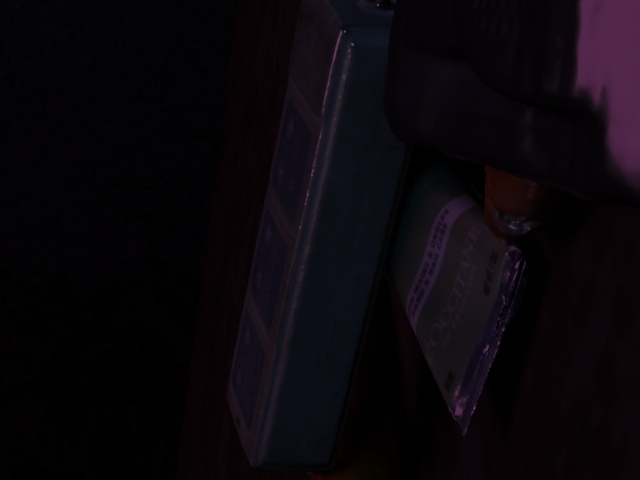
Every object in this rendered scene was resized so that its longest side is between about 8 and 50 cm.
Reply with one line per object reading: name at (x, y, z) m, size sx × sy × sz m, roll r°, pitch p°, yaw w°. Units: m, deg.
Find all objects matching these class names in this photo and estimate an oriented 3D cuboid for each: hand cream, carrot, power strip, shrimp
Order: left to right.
power strip at (0.000, 0.000, 0.685) m, size 0.078 × 0.052 × 0.272 m, roll -119°, pitch 38°, yaw -59°
carrot at (0.021, 0.088, 0.810) m, size 0.224 × 0.057 × 0.057 m, roll -88°, pitch 9°, yaw -49°
hand cream at (0.054, -0.004, 0.671) m, size 0.235 × 0.055 × 0.086 m, roll -108°, pitch 30°, yaw -63°
shrimp at (0.095, -0.075, 0.511) m, size 0.180 × 0.041 × 0.099 m, roll 104°, pitch -176°, yaw -46°

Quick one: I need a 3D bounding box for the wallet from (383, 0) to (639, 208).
wallet at (0.095, -0.131, 0.383) m, size 0.323 × 0.041 × 0.247 m, roll -152°, pitch 67°, yaw -66°
